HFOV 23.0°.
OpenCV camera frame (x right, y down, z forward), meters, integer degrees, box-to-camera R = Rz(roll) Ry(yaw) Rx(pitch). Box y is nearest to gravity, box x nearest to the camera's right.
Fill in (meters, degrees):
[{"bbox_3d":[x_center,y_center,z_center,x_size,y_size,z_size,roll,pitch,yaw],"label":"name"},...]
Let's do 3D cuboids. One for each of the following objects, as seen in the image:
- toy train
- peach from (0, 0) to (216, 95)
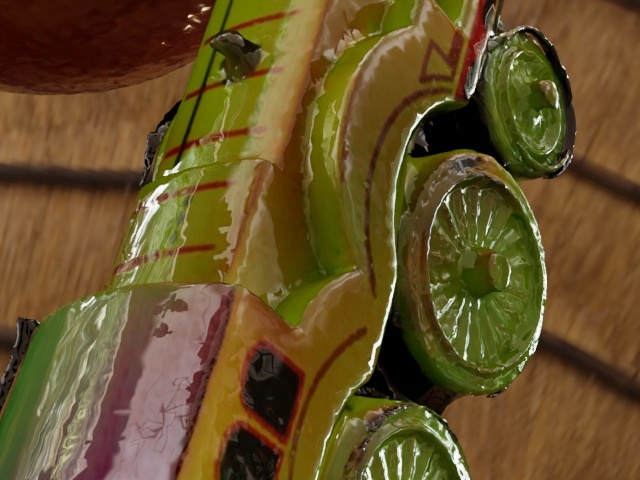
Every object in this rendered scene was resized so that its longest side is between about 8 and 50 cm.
[{"bbox_3d":[0.000,0.000,0.517,0.160,0.100,0.296,45,-132,-37],"label":"toy train"},{"bbox_3d":[-0.130,-0.242,0.738,0.388,0.388,0.388,13,-142,-10],"label":"peach"}]
